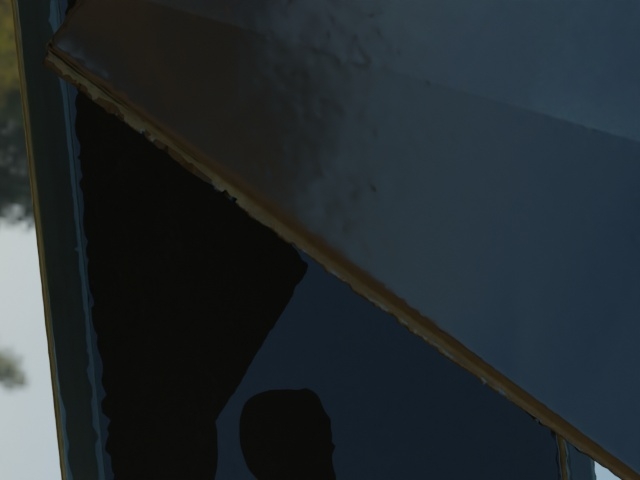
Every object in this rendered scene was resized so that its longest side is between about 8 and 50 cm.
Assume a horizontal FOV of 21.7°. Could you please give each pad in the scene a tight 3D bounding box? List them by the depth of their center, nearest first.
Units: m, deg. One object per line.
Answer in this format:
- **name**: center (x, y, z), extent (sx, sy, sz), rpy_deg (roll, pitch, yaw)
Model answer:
- **pad**: center (0.083, -0.031, 0.373), extent (0.163, 0.243, 0.004), rpy_deg (-55, -178, -18)

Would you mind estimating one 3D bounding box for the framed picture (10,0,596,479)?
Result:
- **framed picture**: center (0.000, 0.000, 0.527), extent (0.014, 0.197, 0.252), rpy_deg (-8, -93, 59)
